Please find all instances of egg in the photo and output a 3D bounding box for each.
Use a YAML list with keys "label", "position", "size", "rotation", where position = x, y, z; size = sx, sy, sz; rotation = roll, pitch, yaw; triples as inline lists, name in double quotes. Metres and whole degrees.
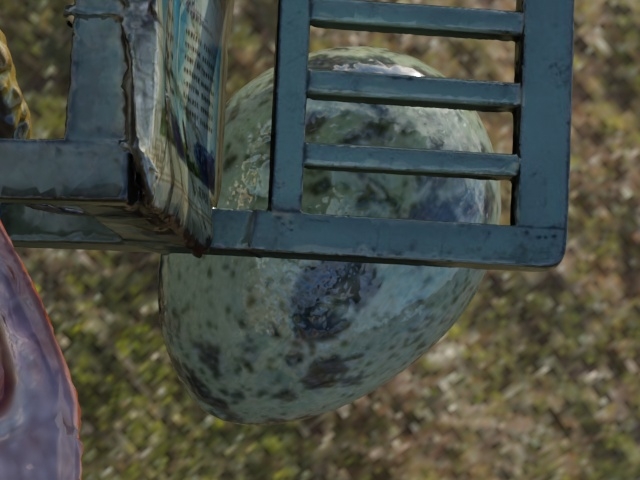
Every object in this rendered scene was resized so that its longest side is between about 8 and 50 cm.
- label: "egg"
  position: [0.000, 0.000, 0.821]
  size: [0.132, 0.132, 0.172]
  rotation: [35, 91, -13]

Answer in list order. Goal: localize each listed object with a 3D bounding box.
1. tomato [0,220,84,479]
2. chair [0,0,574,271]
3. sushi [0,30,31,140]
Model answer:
- label: "tomato"
  position: [-0.165, 0.042, 0.363]
  size: [0.236, 0.095, 0.237]
  rotation: [4, 80, -26]
- label: "chair"
  position: [-0.047, -0.066, 0.663]
  size: [0.270, 0.147, 0.136]
  rotation: [3, 82, 4]
- label: "sushi"
  position: [-0.207, -0.088, 1.124]
  size: [0.059, 0.292, 0.294]
  rotation: [-22, 38, -12]
